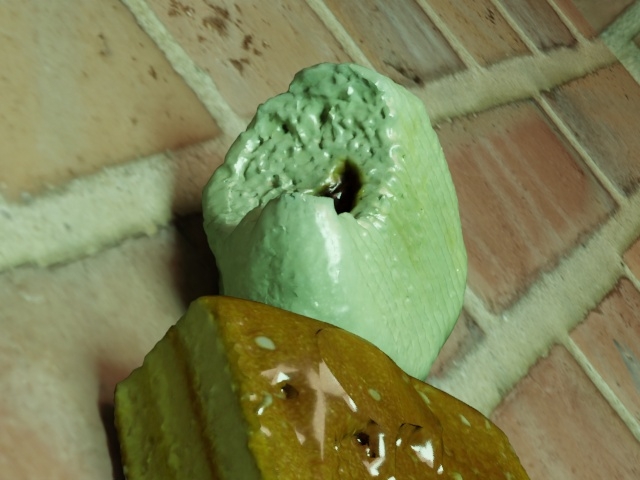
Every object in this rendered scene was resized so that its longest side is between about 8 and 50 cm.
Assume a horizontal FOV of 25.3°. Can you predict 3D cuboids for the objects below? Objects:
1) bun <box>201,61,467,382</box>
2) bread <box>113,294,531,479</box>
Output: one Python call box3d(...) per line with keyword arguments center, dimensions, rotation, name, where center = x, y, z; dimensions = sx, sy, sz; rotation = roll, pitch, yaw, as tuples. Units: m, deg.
box3d(center=(0.000, 0.000, 0.852), dimensions=(0.212, 0.126, 0.203), rotation=(-33, 109, -61), name="bun")
box3d(center=(0.024, 0.144, 0.697), dimensions=(0.234, 0.110, 0.184), rotation=(29, 31, -41), name="bread")
